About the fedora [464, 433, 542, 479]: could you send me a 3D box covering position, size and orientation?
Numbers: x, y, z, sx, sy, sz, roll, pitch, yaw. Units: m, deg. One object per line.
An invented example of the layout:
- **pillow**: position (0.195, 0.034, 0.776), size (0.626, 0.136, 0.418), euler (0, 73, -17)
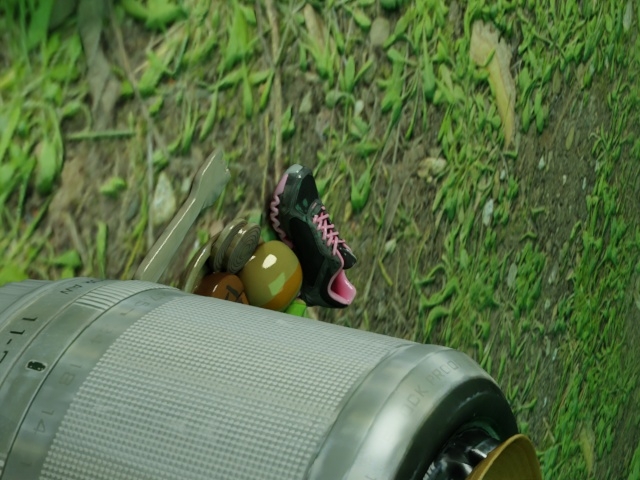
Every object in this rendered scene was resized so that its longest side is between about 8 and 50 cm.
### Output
- **fedora**: position (0.091, 0.178, 0.562), size (0.194, 0.079, 0.194), euler (-35, 131, -55)

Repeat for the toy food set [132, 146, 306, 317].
- **toy food set**: position (-0.053, 0.048, 0.894), size (0.132, 0.039, 0.192), euler (-60, 148, -33)

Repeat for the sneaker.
- **sneaker**: position (0.000, 0.000, 0.962), size (0.047, 0.057, 0.119), euler (-47, 139, -44)

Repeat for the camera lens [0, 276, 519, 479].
- **camera lens**: position (-0.051, 0.140, 0.668), size (0.219, 0.274, 0.219), euler (-33, 128, -56)
